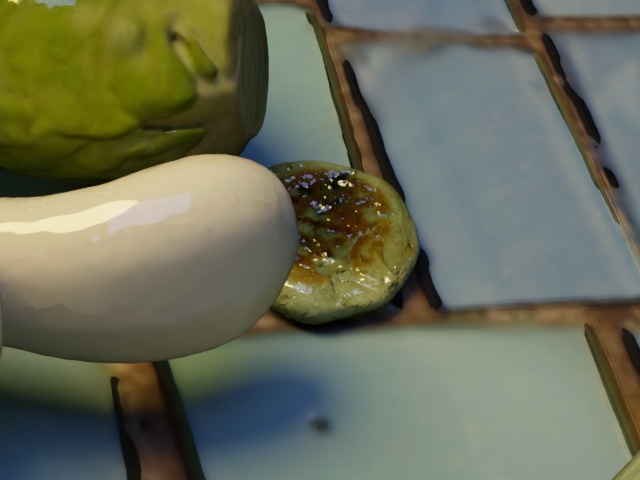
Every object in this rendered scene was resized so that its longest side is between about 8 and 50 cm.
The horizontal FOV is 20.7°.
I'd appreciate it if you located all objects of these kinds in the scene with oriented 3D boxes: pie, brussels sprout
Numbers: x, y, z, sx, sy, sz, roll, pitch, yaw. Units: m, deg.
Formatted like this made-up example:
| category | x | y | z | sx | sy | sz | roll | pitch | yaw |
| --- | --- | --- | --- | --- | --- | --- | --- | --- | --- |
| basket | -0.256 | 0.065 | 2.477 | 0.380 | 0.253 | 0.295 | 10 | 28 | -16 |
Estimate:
| category | x | y | z | sx | sy | sz | roll | pitch | yaw |
| --- | --- | --- | --- | --- | --- | --- | --- | --- | --- |
| pie | 0.000 | 0.000 | 0.703 | 0.085 | 0.017 | 0.085 | 7 | 45 | -7 |
| brussels sprout | -0.096 | -0.082 | 0.672 | 0.155 | 0.117 | 0.155 | 5 | 7 | -1 |

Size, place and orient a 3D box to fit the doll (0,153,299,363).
| category | x | y | z | sx | sy | sz | roll | pitch | yaw |
| --- | --- | --- | --- | --- | --- | --- | --- | --- | --- |
| doll | -0.192 | 0.064 | 0.473 | 0.376 | 0.187 | 0.365 | -8 | 40 | 2 |

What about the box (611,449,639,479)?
| category | x | y | z | sx | sy | sz | roll | pitch | yaw |
| --- | --- | --- | --- | --- | --- | --- | --- | --- | --- |
| box | 0.157 | 0.111 | 0.492 | 0.135 | 0.243 | 0.163 | 32 | 45 | 1 |
